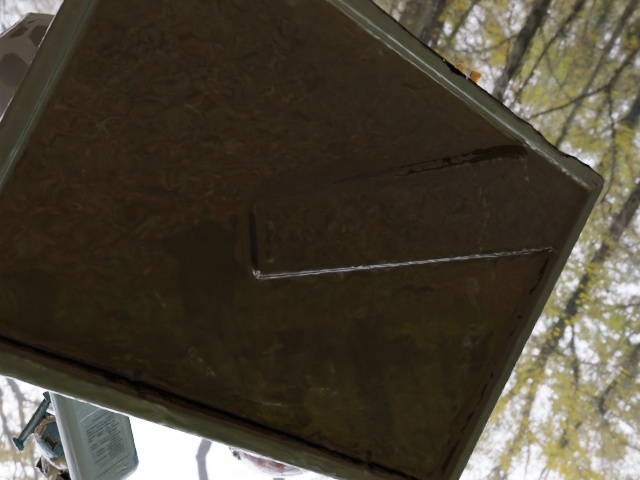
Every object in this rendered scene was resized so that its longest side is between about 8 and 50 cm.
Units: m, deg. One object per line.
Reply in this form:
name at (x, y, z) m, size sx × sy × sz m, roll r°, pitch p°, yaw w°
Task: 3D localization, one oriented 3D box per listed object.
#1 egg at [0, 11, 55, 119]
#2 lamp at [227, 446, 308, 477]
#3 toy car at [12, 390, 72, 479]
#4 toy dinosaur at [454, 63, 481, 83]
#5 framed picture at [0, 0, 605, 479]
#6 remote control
egg at (-0.269, -0.132, 0.754) m, size 0.176 × 0.232 × 0.176 m, roll -22°, pitch -146°, yaw 16°
lamp at (-0.040, 0.133, 0.649) m, size 0.140 × 0.182 × 0.182 m, roll -22°, pitch -134°, yaw -15°
toy car at (-0.390, 0.306, 1.019) m, size 0.098 × 0.126 × 0.161 m, roll 36°, pitch 170°, yaw -28°
toy dinosaur at (0.226, -0.213, 1.193) m, size 0.070 × 0.117 × 0.288 m, roll 17°, pitch -132°, yaw -2°
framed picture at (0.000, 0.000, 0.371) m, size 0.335 × 0.247 × 0.022 m, roll 27°, pitch 179°, yaw -29°
remote control at (-0.155, 0.118, 0.466) m, size 0.017 × 0.125 × 0.053 m, roll 9°, pitch -156°, yaw 36°
